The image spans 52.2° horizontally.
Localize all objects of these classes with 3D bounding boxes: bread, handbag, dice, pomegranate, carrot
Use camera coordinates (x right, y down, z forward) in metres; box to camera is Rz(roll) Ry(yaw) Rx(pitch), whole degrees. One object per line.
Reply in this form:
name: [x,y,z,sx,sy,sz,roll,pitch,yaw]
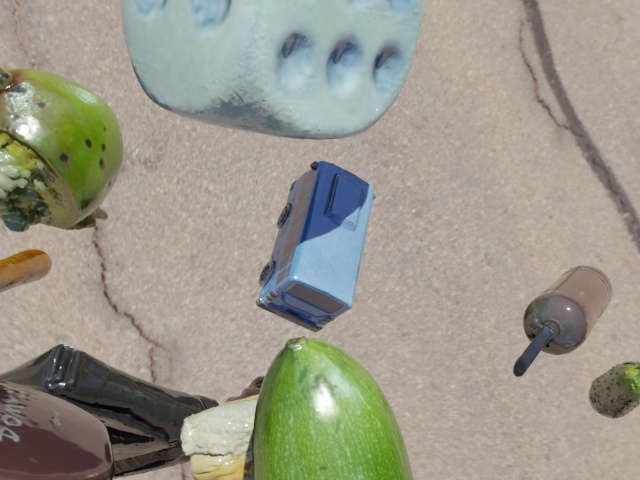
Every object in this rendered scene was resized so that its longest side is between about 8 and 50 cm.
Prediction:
bread: [-0.040,0.162,0.504,0.106,0.125,0.082,-19,68,0]
handbag: [-0.264,0.187,0.711,0.223,0.247,0.080,40,40,-38]
dice: [-0.056,-0.274,0.769,0.268,0.263,0.264,-8,116,-44]
pomegranate: [-0.433,-0.124,1.028,0.261,0.340,0.260,-1,62,2]
carrot: [-0.372,0.043,0.763,0.043,0.248,0.043,0,97,-2]

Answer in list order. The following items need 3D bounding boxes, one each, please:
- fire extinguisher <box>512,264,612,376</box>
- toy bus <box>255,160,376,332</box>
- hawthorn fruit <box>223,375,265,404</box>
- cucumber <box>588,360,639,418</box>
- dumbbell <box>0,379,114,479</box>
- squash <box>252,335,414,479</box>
fire extinguisher: [0.290,0.092,0.783,0.072,0.089,0.268,38,25,21]
toy bus: [0.000,0.000,0.970,0.116,0.133,0.234,26,54,-18]
hawthorn fruit: [-0.082,0.439,1.391,0.277,0.277,0.298,-29,76,-23]
cucumber: [0.433,0.214,0.940,0.069,0.227,0.069,-4,67,8]
dumbbell: [-0.203,0.193,0.344,0.124,0.140,0.225,20,88,-24]
squash: [0.010,0.248,0.430,0.107,0.107,0.395,-6,109,-19]
